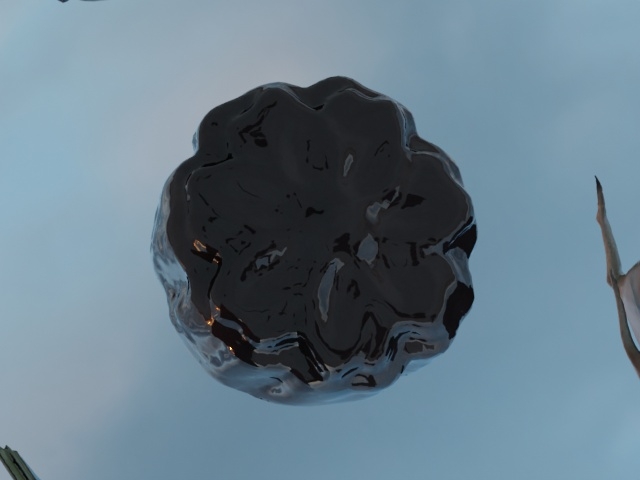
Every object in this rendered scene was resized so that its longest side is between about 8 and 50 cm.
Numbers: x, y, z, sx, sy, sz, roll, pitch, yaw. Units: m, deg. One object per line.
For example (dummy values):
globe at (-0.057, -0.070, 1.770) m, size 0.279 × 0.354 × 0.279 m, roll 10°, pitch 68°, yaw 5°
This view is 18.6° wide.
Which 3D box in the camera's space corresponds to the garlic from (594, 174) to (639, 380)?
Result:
garlic at (0.369, 0.094, 1.746) m, size 0.340 × 0.245 × 0.231 m, roll 5°, pitch -146°, yaw 41°

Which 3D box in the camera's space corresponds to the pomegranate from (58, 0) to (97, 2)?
pomegranate at (-0.101, -0.175, 0.865) m, size 0.114 × 0.114 × 0.142 m, roll 15°, pitch -87°, yaw 43°

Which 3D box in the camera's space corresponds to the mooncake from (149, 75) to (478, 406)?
mooncake at (0.000, 0.000, 1.652) m, size 0.283 × 0.283 × 0.141 m, roll -48°, pitch 180°, yaw -19°

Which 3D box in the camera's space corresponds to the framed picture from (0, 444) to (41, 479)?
framed picture at (-0.151, 0.265, 1.445) m, size 0.019 × 0.296 × 0.232 m, roll -34°, pitch -104°, yaw -9°
